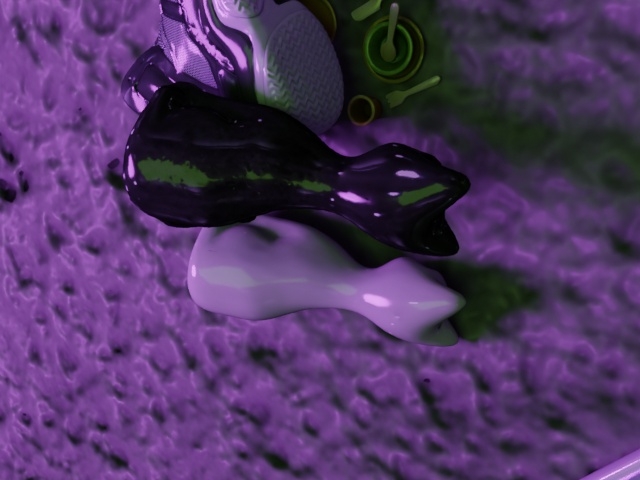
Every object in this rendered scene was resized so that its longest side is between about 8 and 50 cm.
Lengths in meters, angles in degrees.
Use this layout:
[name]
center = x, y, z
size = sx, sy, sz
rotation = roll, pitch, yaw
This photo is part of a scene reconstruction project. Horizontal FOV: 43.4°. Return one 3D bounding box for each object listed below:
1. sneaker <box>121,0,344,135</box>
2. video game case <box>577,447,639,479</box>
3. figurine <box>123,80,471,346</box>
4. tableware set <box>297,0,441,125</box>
[sneaker]
center = -0.098, -0.178, 0.587
size = 0.153, 0.101, 0.268
rotation = -23, 92, 41
[video game case]
center = 0.286, 0.203, 0.523
size = 0.201, 0.023, 0.183
rotation = -42, 81, 31
[figurine]
center = 0.000, 0.000, 0.552
size = 0.210, 0.092, 0.215
rotation = 13, 150, 18
[tableware set]
center = 0.014, -0.159, 0.586
size = 0.104, 0.024, 0.154
rotation = -23, 91, 32
